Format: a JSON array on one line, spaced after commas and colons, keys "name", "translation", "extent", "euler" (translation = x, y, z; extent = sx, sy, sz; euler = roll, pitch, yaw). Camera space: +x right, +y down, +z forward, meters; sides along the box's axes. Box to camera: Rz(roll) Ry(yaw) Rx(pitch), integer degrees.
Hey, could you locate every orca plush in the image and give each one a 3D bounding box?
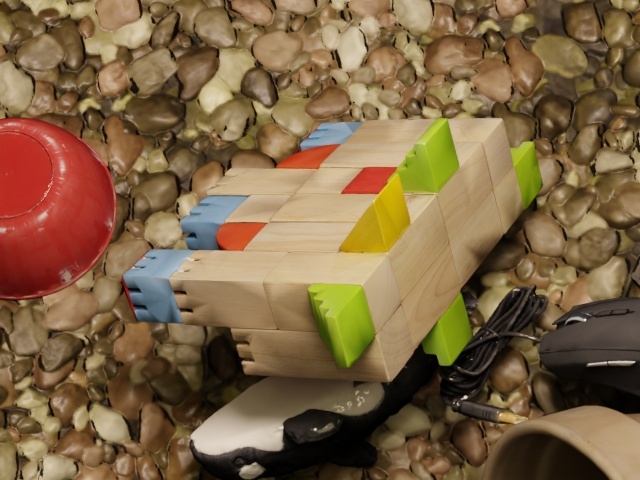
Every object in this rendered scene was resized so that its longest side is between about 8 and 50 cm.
[{"name": "orca plush", "translation": [0.026, 0.151, 1.768], "extent": [0.287, 0.102, 0.151], "euler": [-36, 29, -22]}]

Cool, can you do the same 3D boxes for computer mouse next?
[{"name": "computer mouse", "translation": [0.227, 0.100, 1.689], "extent": [0.262, 0.060, 0.184], "euler": [13, 41, 38]}]

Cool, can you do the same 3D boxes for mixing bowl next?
[{"name": "mixing bowl", "translation": [-0.285, -0.046, 1.812], "extent": [0.181, 0.098, 0.181], "euler": [0, 70, 1]}]

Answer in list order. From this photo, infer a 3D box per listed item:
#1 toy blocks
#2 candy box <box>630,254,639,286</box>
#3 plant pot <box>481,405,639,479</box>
[{"name": "toy blocks", "translation": [0.000, 0.000, 1.726], "extent": [0.261, 0.191, 0.381], "euler": [1, 31, 32]}, {"name": "candy box", "translation": [0.424, 0.057, 1.788], "extent": [0.159, 0.071, 0.233], "euler": [-39, 76, -13]}, {"name": "plant pot", "translation": [0.330, 0.265, 1.613], "extent": [0.280, 0.323, 0.323], "euler": [-16, 71, -22]}]
